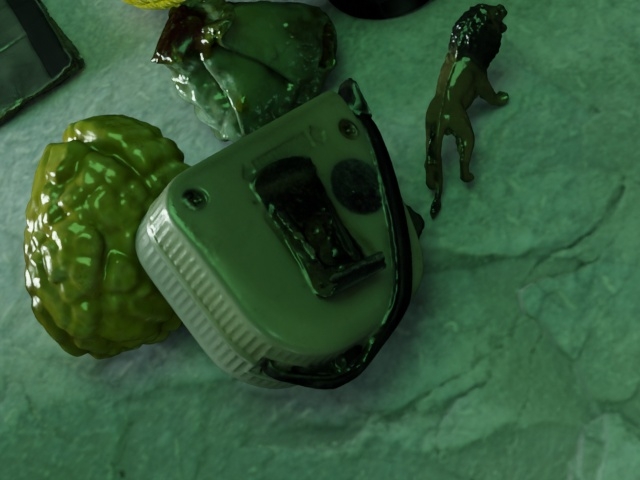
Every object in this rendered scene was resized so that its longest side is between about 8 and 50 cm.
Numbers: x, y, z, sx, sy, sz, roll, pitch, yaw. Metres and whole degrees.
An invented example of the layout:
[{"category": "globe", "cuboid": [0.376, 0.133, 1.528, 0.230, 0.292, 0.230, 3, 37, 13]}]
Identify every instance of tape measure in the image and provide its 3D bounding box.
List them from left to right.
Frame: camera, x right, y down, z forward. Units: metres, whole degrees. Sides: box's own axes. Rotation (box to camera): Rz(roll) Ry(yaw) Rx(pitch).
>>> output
[{"category": "tape measure", "cuboid": [0.000, 0.000, 1.242, 0.271, 0.133, 0.231, -35, 83, -38]}]

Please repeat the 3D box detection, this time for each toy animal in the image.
[{"category": "toy animal", "cuboid": [0.136, -0.125, 1.354, 0.069, 0.086, 0.219, 8, 81, 27]}]

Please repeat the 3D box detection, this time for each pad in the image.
[{"category": "pad", "cuboid": [-0.393, -0.224, 1.623, 0.174, 0.022, 0.233, -36, 54, -4]}]

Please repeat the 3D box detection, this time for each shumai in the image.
[{"category": "shumai", "cuboid": [-0.081, -0.209, 1.432, 0.184, 0.142, 0.184, -10, 59, 17]}]

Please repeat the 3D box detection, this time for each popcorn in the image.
[{"category": "popcorn", "cuboid": [-0.209, -0.002, 1.327, 0.200, 0.226, 0.203, -37, 21, -28]}]

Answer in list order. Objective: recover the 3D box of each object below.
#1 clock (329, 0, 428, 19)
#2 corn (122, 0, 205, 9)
[{"category": "clock", "cuboid": [0.151, -0.385, 1.477, 0.379, 0.120, 0.276, -13, 63, 12]}, {"category": "corn", "cuboid": [-0.120, -0.318, 1.474, 0.305, 0.122, 0.123, 1, 101, 45]}]
